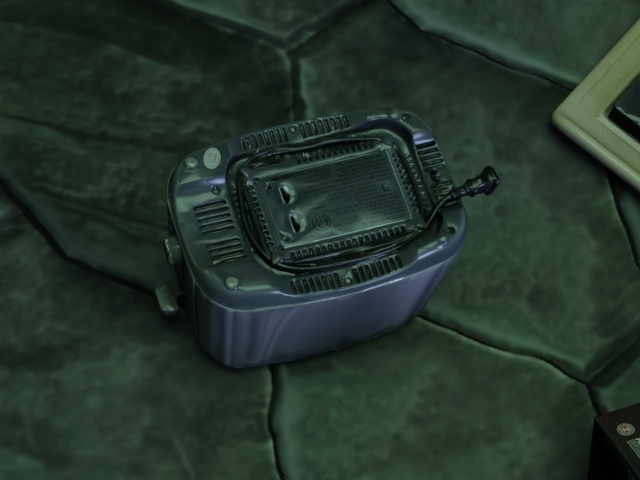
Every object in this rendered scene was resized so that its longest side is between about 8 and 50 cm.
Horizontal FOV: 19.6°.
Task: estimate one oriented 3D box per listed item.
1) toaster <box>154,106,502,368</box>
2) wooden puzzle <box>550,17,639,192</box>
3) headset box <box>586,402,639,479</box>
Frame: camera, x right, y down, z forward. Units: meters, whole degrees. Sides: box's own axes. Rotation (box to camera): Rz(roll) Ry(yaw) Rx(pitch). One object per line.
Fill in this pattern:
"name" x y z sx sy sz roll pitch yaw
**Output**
"toaster" 0.000 0.000 1.255 0.227 0.146 0.129 -15 68 -16
"wooden puzzle" 0.327 -0.101 1.420 0.221 0.044 0.239 39 64 11
"headset box" 0.352 0.180 1.204 0.293 0.110 0.218 -14 41 -16
